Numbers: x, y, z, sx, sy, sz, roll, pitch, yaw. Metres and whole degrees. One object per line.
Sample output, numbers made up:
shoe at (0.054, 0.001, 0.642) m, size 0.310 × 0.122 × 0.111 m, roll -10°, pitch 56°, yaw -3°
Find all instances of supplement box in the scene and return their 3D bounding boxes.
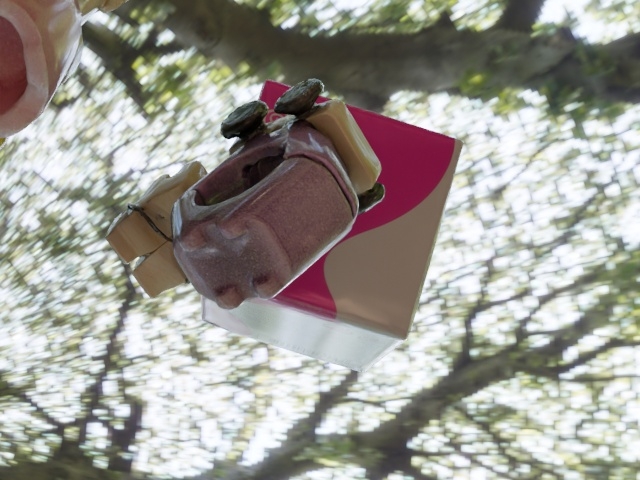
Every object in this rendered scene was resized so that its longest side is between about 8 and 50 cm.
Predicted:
supplement box at (0.000, 0.000, 0.981) m, size 0.111 × 0.220 × 0.114 m, roll 18°, pitch -98°, yaw -2°

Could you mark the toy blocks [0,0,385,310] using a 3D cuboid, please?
toy blocks at (-0.189, -0.038, 0.690) m, size 0.309 × 0.288 × 0.260 m, roll 57°, pitch -146°, yaw -21°
